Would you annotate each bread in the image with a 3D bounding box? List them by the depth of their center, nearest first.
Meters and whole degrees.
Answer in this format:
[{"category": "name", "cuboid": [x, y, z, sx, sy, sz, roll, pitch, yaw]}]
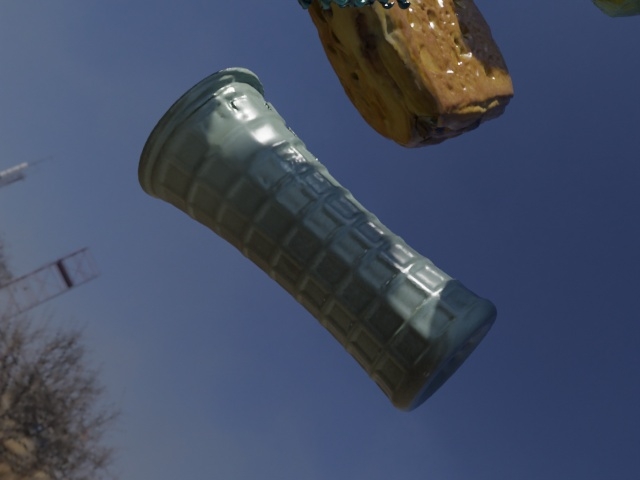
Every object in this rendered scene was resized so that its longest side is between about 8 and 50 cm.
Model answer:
[{"category": "bread", "cuboid": [0.088, -0.209, 0.890, 0.099, 0.210, 0.235, -30, -94, 39]}]

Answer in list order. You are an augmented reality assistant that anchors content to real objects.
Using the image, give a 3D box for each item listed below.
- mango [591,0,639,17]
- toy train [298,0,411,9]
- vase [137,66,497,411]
[{"category": "mango", "cuboid": [0.246, -0.235, 0.663, 0.074, 0.091, 0.165, 29, -8, 28]}, {"category": "toy train", "cuboid": [0.018, -0.139, 0.432, 0.029, 0.092, 0.045, 11, -70, 32]}, {"category": "vase", "cuboid": [0.000, 0.000, 0.710, 0.299, 0.143, 0.143, 42, -30, 17]}]
